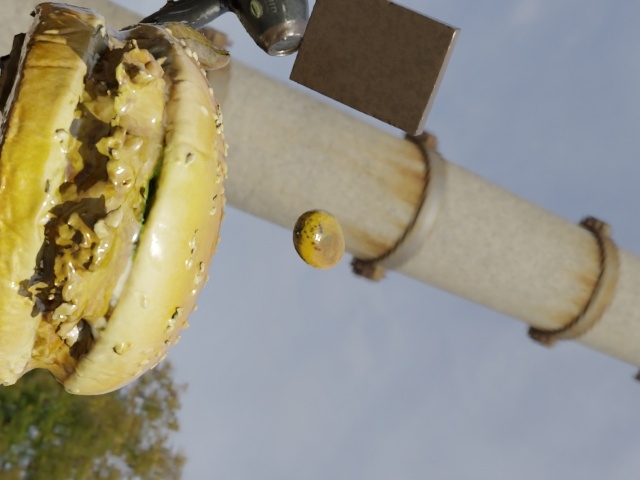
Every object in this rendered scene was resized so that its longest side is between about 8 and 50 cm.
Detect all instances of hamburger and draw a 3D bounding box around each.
[{"bbox_3d":[-0.230,-0.056,1.323,0.287,0.268,0.445,152,-50,-67],"label":"hamburger"}]

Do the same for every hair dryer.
[{"bbox_3d":[-0.204,-0.364,1.808,0.359,0.120,0.304,-22,-105,2],"label":"hair dryer"}]

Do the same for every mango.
[{"bbox_3d":[0.000,0.000,1.803,0.057,0.114,0.079,22,-105,33],"label":"mango"}]

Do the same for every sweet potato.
[{"bbox_3d":[-0.207,-0.252,1.653,0.081,0.233,0.062,50,-62,11],"label":"sweet potato"}]

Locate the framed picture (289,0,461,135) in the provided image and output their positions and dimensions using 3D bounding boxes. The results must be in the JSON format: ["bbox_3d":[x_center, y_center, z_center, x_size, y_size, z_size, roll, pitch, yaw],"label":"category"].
[{"bbox_3d":[0.059,-0.209,1.407,0.168,0.023,0.128,26,-72,18],"label":"framed picture"}]
